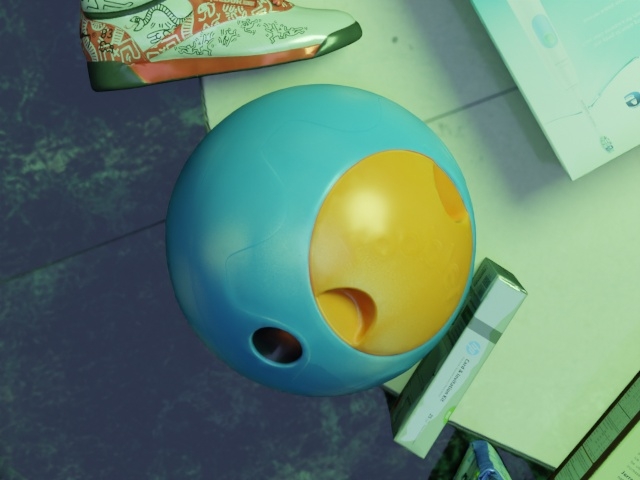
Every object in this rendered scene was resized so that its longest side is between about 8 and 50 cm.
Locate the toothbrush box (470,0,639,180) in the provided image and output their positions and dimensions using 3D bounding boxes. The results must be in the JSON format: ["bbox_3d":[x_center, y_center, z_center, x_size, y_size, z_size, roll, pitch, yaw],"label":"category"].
[{"bbox_3d":[0.259,-0.238,1.817,0.216,0.126,0.295,-30,95,9],"label":"toothbrush box"}]

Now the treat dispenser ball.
[{"bbox_3d":[0.000,0.000,1.770,0.288,0.288,0.288,0,97,0],"label":"treat dispenser ball"}]

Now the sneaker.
[{"bbox_3d":[-0.102,-0.233,1.841,0.270,0.090,0.145,-9,99,3],"label":"sneaker"}]

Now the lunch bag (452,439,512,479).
[{"bbox_3d":[0.163,0.281,1.883,0.096,0.129,0.151,-2,97,-1],"label":"lunch bag"}]

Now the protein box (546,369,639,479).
[{"bbox_3d":[0.360,0.242,1.875,0.200,0.136,0.201,39,95,-4],"label":"protein box"}]

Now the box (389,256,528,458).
[{"bbox_3d":[0.131,0.111,1.854,0.038,0.145,0.186,32,95,-3],"label":"box"}]
